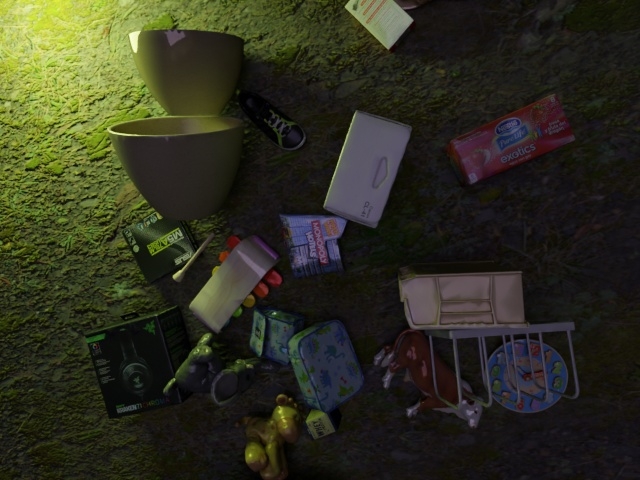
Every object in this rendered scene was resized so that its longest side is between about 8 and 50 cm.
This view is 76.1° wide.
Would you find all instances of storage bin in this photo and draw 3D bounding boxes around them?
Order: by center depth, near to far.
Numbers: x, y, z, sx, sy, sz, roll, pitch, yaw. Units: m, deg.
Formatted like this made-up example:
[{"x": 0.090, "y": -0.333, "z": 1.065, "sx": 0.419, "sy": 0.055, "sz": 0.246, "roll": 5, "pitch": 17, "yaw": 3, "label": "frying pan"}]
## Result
[{"x": 0.323, "y": 0.125, "z": 0.994, "sx": 0.260, "sy": 0.262, "sz": 0.123, "roll": -3, "pitch": 92, "yaw": 10, "label": "storage bin"}]

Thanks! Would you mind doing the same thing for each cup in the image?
[{"x": -0.360, "y": -0.192, "z": 1.092, "sx": 0.331, "sy": 0.331, "sz": 0.237, "roll": 4, "pitch": 116, "yaw": 10, "label": "cup"}]

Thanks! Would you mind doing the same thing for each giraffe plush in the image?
[{"x": -0.118, "y": 0.544, "z": 1.169, "sx": 0.170, "sy": 0.181, "sz": 0.210, "roll": -36, "pitch": 52, "yaw": 0, "label": "giraffe plush"}]

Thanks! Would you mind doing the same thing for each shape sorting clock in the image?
[{"x": 0.544, "y": 0.360, "z": 1.084, "sx": 0.206, "sy": 0.040, "sz": 0.206, "roll": 1, "pitch": 94, "yaw": 10, "label": "shape sorting clock"}]

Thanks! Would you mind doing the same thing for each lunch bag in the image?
[{"x": 0.017, "y": 0.336, "z": 1.115, "sx": 0.176, "sy": 0.090, "sz": 0.219, "roll": -23, "pitch": 92, "yaw": -34, "label": "lunch bag"}, {"x": -0.133, "y": 0.268, "z": 1.173, "sx": 0.151, "sy": 0.096, "sz": 0.129, "roll": 13, "pitch": 99, "yaw": 24, "label": "lunch bag"}]

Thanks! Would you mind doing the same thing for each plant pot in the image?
[{"x": -0.341, "y": -0.429, "z": 1.082, "sx": 0.284, "sy": 0.284, "sz": 0.191, "roll": 3, "pitch": 109, "yaw": 10, "label": "plant pot"}]

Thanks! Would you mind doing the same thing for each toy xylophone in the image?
[{"x": -0.274, "y": 0.112, "z": 1.188, "sx": 0.322, "sy": 0.081, "sz": 0.236, "roll": -42, "pitch": 86, "yaw": 10, "label": "toy xylophone"}]

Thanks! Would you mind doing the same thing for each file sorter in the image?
[{"x": 0.416, "y": 0.283, "z": 0.960, "sx": 0.277, "sy": 0.193, "sz": 0.173, "roll": -4, "pitch": 80, "yaw": -3, "label": "file sorter"}]

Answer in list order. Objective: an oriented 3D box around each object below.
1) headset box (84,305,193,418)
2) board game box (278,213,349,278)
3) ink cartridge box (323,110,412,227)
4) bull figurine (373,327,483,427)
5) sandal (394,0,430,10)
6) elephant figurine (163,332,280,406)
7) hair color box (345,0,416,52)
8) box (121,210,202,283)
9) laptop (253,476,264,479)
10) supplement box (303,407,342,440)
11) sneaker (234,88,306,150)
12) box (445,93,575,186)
[{"x": -0.526, "y": 0.349, "z": 1.223, "sx": 0.246, "sy": 0.131, "sz": 0.283, "roll": -15, "pitch": 91, "yaw": 10, "label": "headset box"}, {"x": 0.000, "y": 0.000, "z": 1.145, "sx": 0.194, "sy": 0.060, "sz": 0.194, "roll": -12, "pitch": 92, "yaw": 11, "label": "board game box"}, {"x": 0.117, "y": -0.159, "z": 0.988, "sx": 0.131, "sy": 0.306, "sz": 0.226, "roll": 19, "pitch": 96, "yaw": 8, "label": "ink cartridge box"}, {"x": 0.288, "y": 0.382, "z": 1.099, "sx": 0.188, "sy": 0.101, "sz": 0.310, "roll": -37, "pitch": 87, "yaw": 11, "label": "bull figurine"}, {"x": 0.279, "y": -0.655, "z": 1.042, "sx": 0.240, "sy": 0.079, "sz": 0.088, "roll": 0, "pitch": 94, "yaw": 10, "label": "sandal"}, {"x": -0.269, "y": 0.388, "z": 1.157, "sx": 0.239, "sy": 0.169, "sz": 0.186, "roll": 38, "pitch": 111, "yaw": -8, "label": "elephant figurine"}, {"x": 0.158, "y": -0.590, "z": 1.073, "sx": 0.167, "sy": 0.053, "sz": 0.093, "roll": 46, "pitch": 113, "yaw": 3, "label": "hair color box"}, {"x": -0.480, "y": 0.008, "z": 1.237, "sx": 0.190, "sy": 0.045, "sz": 0.184, "roll": -27, "pitch": 87, "yaw": 11, "label": "box"}, {"x": -0.163, "y": 0.882, "z": 1.098, "sx": 0.407, "sy": 0.236, "sz": 0.382, "roll": 7, "pitch": 111, "yaw": 10, "label": "laptop"}, {"x": 0.008, "y": 0.510, "z": 1.165, "sx": 0.083, "sy": 0.083, "sz": 0.056, "roll": -27, "pitch": 88, "yaw": 12, "label": "supplement box"}, {"x": -0.145, "y": -0.332, "z": 1.128, "sx": 0.234, "sy": 0.097, "sz": 0.084, "roll": 38, "pitch": 99, "yaw": 6, "label": "sneaker"}, {"x": 0.457, "y": -0.238, "z": 1.014, "sx": 0.256, "sy": 0.128, "sz": 0.123, "roll": -23, "pitch": 89, "yaw": 11, "label": "box"}]
